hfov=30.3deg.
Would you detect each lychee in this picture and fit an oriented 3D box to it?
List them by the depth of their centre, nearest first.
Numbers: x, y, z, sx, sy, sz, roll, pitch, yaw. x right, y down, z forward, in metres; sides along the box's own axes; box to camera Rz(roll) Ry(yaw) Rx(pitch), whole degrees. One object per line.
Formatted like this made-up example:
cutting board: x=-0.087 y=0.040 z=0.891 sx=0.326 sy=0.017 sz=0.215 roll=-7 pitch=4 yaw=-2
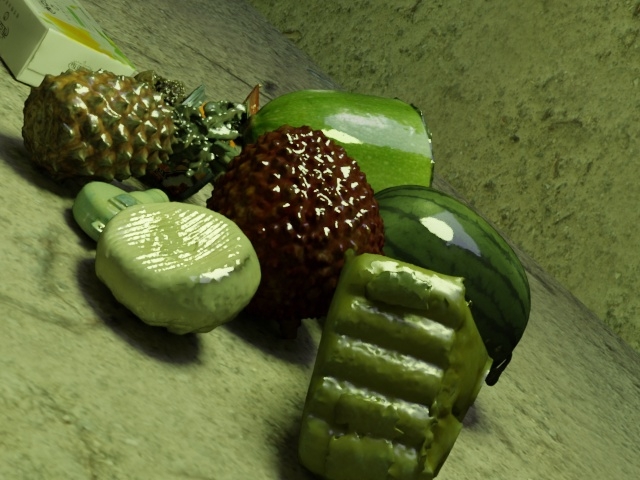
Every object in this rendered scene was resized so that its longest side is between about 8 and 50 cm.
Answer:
lychee: x=-0.042 y=-0.011 z=1.671 sx=0.276 sy=0.304 sz=0.276 roll=5 pitch=4 yaw=0

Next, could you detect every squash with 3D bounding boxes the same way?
squash: x=0.006 y=-0.145 z=2.219 sx=0.309 sy=0.310 sz=0.310 roll=8 pitch=29 yaw=-35

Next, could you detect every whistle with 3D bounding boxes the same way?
whistle: x=-0.260 y=-0.037 z=1.622 sx=0.126 sy=0.067 sz=0.258 roll=38 pitch=12 yaw=2

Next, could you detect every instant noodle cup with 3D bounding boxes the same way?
instant noodle cup: x=-0.217 y=-0.147 z=1.905 sx=0.125 sy=0.208 sz=0.177 roll=50 pitch=-30 yaw=-12

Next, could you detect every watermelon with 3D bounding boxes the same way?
watermelon: x=0.180 y=0.080 z=1.865 sx=0.359 sy=0.279 sz=0.279 roll=41 pitch=13 yaw=-10
watermelon: x=-0.155 y=-0.272 z=2.511 sx=0.063 sy=0.119 sz=0.245 roll=25 pitch=15 yaw=-2

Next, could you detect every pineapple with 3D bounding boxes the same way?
pineapple: x=-0.249 y=-0.165 z=1.705 sx=0.361 sy=0.175 sz=0.175 roll=-10 pitch=45 yaw=-44

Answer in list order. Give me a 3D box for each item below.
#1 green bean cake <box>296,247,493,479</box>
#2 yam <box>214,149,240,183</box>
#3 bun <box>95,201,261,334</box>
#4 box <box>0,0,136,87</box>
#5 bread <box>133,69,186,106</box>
green bean cake: x=0.094 y=0.186 z=1.445 sx=0.202 sy=0.285 sz=0.310 roll=15 pitch=-12 yaw=6
yam: x=-0.193 y=-0.160 z=2.169 sx=0.317 sy=0.071 sz=0.067 roll=49 pitch=-12 yaw=42
bun: x=-0.178 y=0.046 z=1.458 sx=0.222 sy=0.127 sz=0.222 roll=8 pitch=32 yaw=-5
box: x=-0.465 y=-0.347 z=2.034 sx=0.194 sy=0.111 sz=0.260 roll=20 pitch=24 yaw=-49
bread: x=-0.314 y=-0.280 z=2.250 sx=0.113 sy=0.082 sz=0.060 roll=11 pitch=69 yaw=-53
